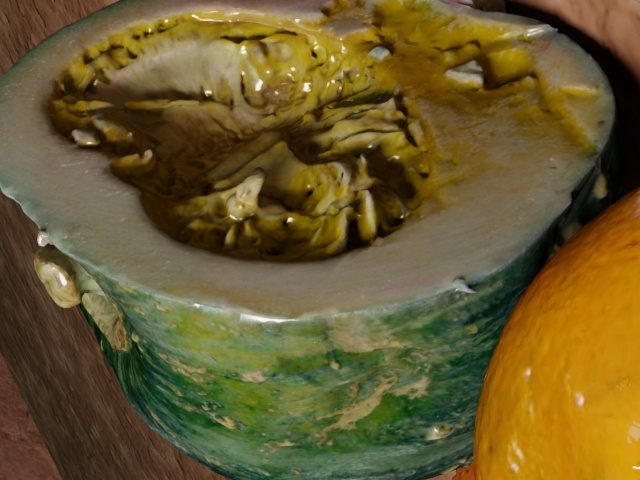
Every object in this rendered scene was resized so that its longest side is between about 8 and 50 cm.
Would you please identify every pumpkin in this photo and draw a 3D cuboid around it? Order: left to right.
[{"bbox_3d":[0.000,0.000,0.610,0.293,0.263,0.196,38,152,37],"label":"pumpkin"}]

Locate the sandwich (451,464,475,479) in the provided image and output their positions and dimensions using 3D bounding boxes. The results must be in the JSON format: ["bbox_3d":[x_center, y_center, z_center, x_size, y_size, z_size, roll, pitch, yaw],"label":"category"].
[{"bbox_3d":[0.111,0.153,0.641,0.109,0.160,0.184,39,153,49],"label":"sandwich"}]

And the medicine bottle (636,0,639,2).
[{"bbox_3d":[0.197,-0.064,0.283,0.293,0.141,0.141,38,146,43],"label":"medicine bottle"}]

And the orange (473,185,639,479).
[{"bbox_3d":[0.151,0.086,0.401,0.240,0.171,0.240,43,143,43],"label":"orange"}]
